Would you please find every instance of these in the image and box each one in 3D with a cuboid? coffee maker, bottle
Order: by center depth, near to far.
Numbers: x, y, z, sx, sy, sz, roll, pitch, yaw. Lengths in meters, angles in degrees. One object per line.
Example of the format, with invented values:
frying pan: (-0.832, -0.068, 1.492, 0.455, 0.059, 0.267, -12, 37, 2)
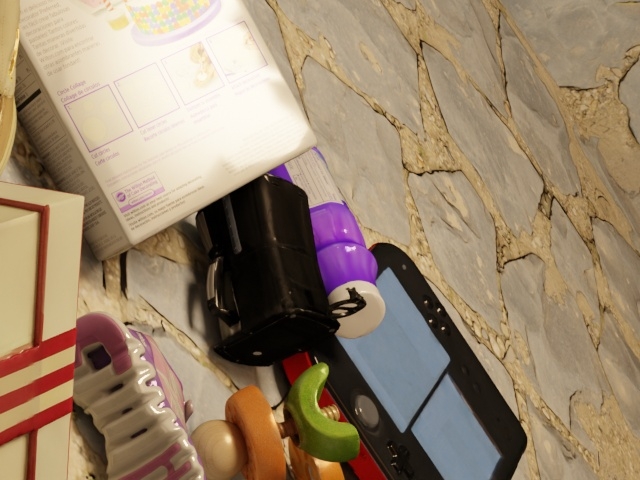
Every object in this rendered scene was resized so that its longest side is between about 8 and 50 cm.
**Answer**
coffee maker: (-0.043, 0.024, 1.698, 0.120, 0.171, 0.178, 57, 19, -62)
bottle: (0.000, 0.000, 1.817, 0.283, 0.092, 0.118, -117, -169, -51)

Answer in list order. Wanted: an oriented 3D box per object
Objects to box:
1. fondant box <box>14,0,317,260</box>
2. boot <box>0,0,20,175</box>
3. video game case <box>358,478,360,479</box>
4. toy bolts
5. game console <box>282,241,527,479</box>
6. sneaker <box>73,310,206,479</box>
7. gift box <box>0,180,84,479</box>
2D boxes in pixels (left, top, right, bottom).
fondant box: (-0.186, -0.180, 1.564, 0.238, 0.096, 0.330, -30, 95, -30)
boot: (-0.298, -0.188, 1.325, 0.203, 0.095, 0.262, 112, -18, -66)
video game case: (0.108, 0.398, 1.795, 0.248, 0.035, 0.275, 56, 23, -16)
toy bolts: (-0.036, 0.272, 1.567, 0.218, 0.158, 0.228, 102, -34, -57)
game console: (0.115, 0.190, 1.910, 0.342, 0.060, 0.386, 52, 27, -3)
sneaker: (-0.150, 0.174, 1.425, 0.236, 0.095, 0.104, 66, 15, 10)
gift box: (-0.306, 0.063, 0.959, 0.258, 0.276, 0.255, -23, 126, -64)
